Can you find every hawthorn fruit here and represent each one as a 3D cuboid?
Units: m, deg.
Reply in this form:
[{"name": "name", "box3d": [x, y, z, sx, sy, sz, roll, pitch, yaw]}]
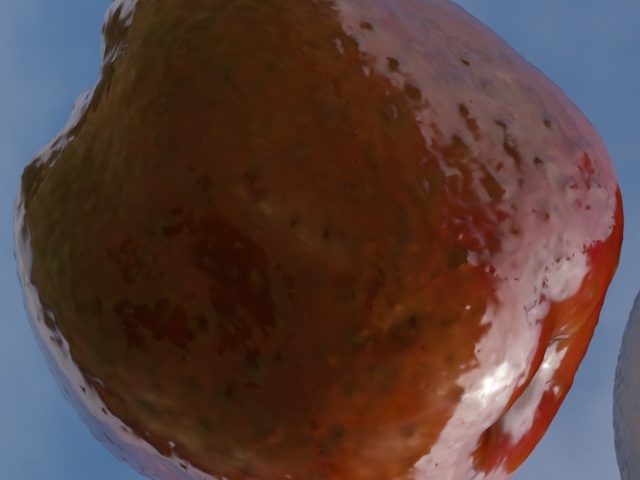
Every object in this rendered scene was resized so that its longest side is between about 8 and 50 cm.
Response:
[{"name": "hawthorn fruit", "box3d": [0.000, 0.000, 0.506, 0.189, 0.189, 0.189, -7, -102, 35]}]

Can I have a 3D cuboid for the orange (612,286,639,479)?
[{"name": "orange", "box3d": [0.251, 0.073, 0.681, 0.274, 0.274, 0.274, -7, -102, 35]}]
